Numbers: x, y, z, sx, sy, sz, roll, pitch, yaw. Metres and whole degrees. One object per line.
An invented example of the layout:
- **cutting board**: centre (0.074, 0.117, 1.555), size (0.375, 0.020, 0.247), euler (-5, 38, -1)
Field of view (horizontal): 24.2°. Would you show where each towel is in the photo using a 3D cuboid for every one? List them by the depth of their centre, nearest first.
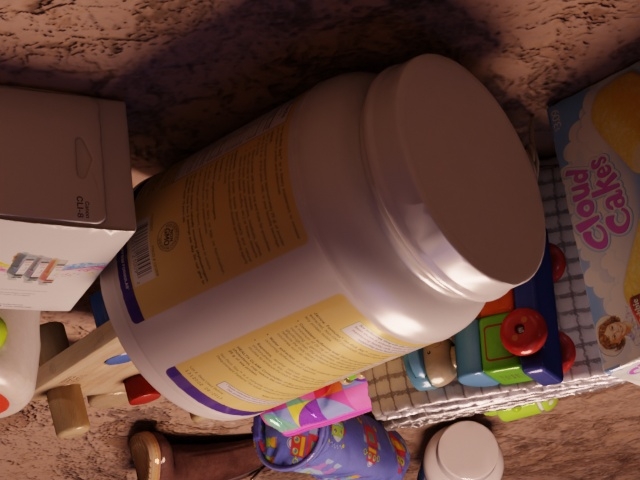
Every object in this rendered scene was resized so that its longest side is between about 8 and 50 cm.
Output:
- **towel**: centre (0.175, 0.051, 1.471), size (0.283, 0.235, 0.121), euler (-11, 160, 9)

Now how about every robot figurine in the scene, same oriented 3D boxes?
- **robot figurine**: centre (0.279, 0.211, 2.066), size (0.115, 0.067, 0.101), euler (-17, 165, 17)

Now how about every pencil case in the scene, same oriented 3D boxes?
- **pencil case**: centre (0.036, 0.177, 1.870), size (0.236, 0.104, 0.104), euler (-17, 155, 23)
- **pencil case**: centre (0.013, 0.288, 2.090), size (0.133, 0.119, 0.306), euler (-10, 158, 24)

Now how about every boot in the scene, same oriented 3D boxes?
- **boot**: centre (-0.165, 0.308, 2.156), size (0.206, 0.090, 0.248), euler (-16, 157, -13)

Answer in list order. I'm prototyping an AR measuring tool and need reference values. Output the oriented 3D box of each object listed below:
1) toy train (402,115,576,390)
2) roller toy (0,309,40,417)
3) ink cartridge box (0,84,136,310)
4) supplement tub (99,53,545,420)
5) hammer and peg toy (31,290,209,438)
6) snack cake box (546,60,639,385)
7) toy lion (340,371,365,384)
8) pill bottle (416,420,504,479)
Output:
- **toy train**: centre (0.144, 0.016, 1.378), size (0.143, 0.248, 0.105), euler (-12, 158, 23)
- **roller toy**: centre (-0.374, 0.087, 1.475), size (0.209, 0.146, 0.191), euler (-6, 155, 18)
- **ink cartridge box**: centre (-0.248, -0.033, 1.270), size (0.127, 0.128, 0.176), euler (6, 152, -28)
- **supplement tub**: centre (0.000, 0.000, 1.288), size (0.331, 0.241, 0.241), euler (-25, 151, 33)
- **hammer and peg toy**: centre (-0.193, 0.134, 1.613), size (0.266, 0.127, 0.361), euler (0, 157, -45)
- **snack cake box**: centre (0.304, -0.022, 1.308), size (0.152, 0.264, 0.089), euler (-26, 150, 35)
- **toy lion**: centre (0.036, 0.116, 1.765), size (0.034, 0.096, 0.100), euler (-26, 110, 35)
- **pill bottle**: centre (0.216, 0.351, 2.292), size (0.124, 0.124, 0.221), euler (-6, 156, -5)
